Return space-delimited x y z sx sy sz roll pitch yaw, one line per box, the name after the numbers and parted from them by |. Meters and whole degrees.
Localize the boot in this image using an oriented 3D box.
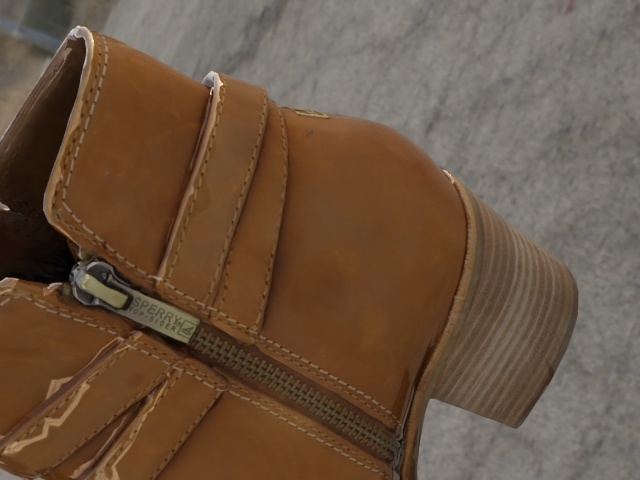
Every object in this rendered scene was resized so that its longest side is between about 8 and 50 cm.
-0.043 0.087 0.372 0.109 0.220 0.283 36 100 54 | boot
